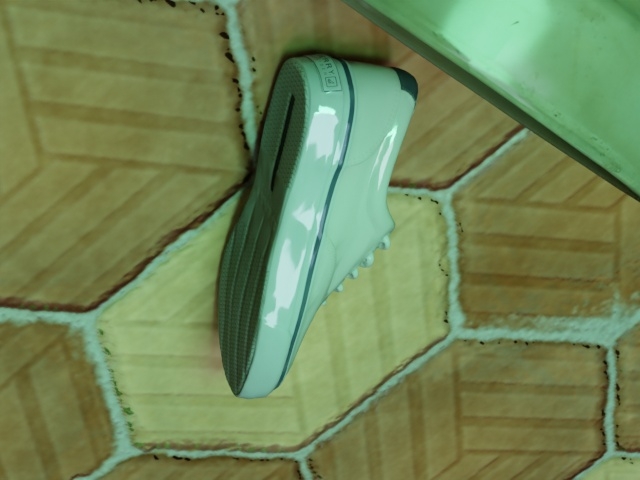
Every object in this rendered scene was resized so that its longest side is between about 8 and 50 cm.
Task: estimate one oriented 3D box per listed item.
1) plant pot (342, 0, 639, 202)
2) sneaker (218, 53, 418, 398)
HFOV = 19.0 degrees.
[{"bbox_3d":[0.116,-0.216,0.948,0.323,0.323,0.280,31,96,-43],"label":"plant pot"},{"bbox_3d":[0.000,0.000,1.220,0.091,0.094,0.258,1,130,-22],"label":"sneaker"}]
